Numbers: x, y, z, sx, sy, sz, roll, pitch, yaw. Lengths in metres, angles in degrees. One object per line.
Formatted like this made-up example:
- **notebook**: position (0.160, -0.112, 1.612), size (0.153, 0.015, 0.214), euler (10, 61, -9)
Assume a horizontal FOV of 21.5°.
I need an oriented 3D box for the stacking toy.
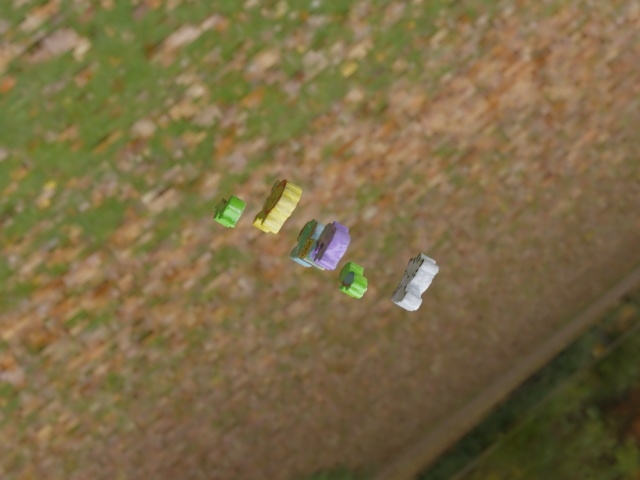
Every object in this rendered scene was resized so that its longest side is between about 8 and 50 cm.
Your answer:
- **stacking toy**: position (0.000, 0.000, 1.589), size (0.052, 0.167, 0.221), euler (-62, -164, -7)
